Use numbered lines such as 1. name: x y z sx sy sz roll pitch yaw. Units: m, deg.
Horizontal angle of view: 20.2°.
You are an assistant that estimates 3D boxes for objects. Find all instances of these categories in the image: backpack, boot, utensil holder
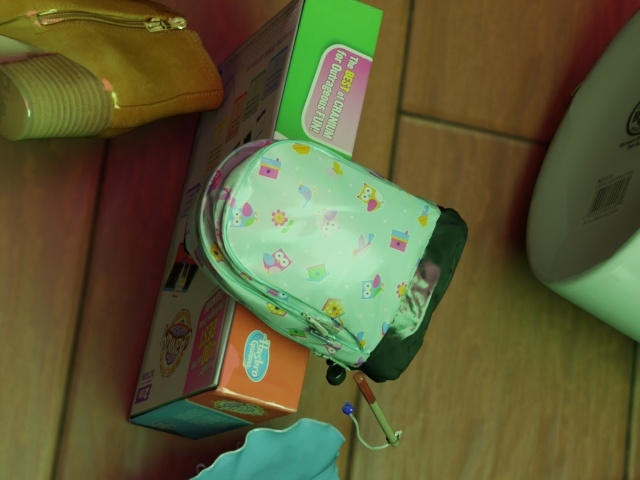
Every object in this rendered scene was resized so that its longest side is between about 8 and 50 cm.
1. backpack: 0.000 0.000 1.235 0.182 0.115 0.152 28 73 -13
2. boot: -0.230 -0.184 1.473 0.211 0.104 0.295 -14 52 -45
3. utensil holder: 0.412 -0.013 1.489 0.385 0.327 0.328 28 71 -15

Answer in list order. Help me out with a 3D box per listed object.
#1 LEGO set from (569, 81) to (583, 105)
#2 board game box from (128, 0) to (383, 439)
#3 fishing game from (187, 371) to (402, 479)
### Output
1. LEGO set: 0.333 -0.077 1.645 0.244 0.060 0.182 -20 81 -20
2. board game box: -0.055 -0.013 1.409 0.064 0.242 0.316 17 74 -18
3. fishing game: -0.060 0.200 1.409 0.264 0.189 0.041 -36 57 -4
